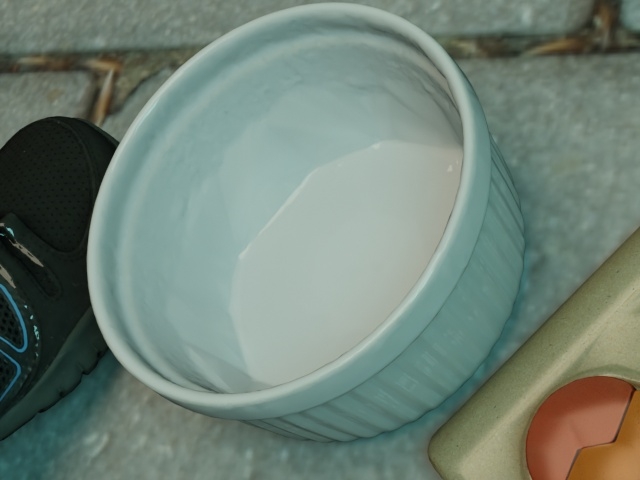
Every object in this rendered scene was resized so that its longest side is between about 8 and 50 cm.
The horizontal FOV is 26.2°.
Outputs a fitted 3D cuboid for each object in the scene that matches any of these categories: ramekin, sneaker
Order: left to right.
[{"bbox_3d":[-0.201,0.044,0.722,0.125,0.140,0.341,-3,47,30],"label":"sneaker"},{"bbox_3d":[0.000,0.000,0.669,0.207,0.109,0.207,-14,58,25],"label":"ramekin"}]

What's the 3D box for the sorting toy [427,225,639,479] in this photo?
[{"bbox_3d":[0.209,0.047,0.557,0.307,0.041,0.229,-46,51,3],"label":"sorting toy"}]
